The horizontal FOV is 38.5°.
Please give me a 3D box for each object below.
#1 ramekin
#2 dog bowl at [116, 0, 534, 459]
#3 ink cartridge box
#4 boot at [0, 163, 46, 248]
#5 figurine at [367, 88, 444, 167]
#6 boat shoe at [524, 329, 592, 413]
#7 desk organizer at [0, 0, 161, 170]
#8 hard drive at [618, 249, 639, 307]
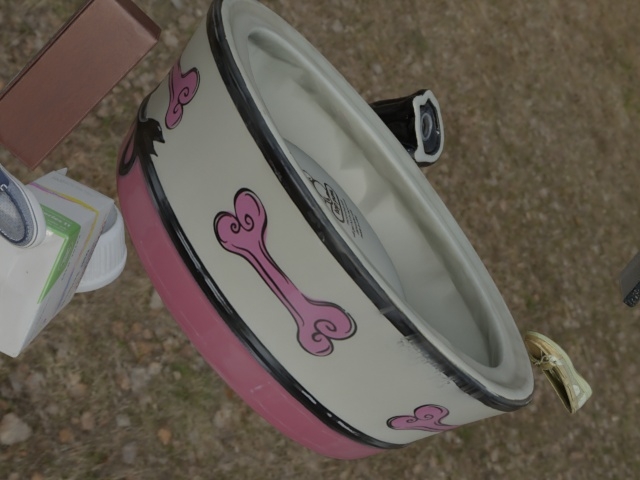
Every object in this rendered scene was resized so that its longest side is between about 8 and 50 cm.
[{"bbox_3d":[-0.465,-0.010,1.723,0.207,0.109,0.207,9,37,-7],"label":"ramekin"},{"bbox_3d":[0.000,0.000,0.770,0.408,0.150,0.408,47,18,-20],"label":"dog bowl"},{"bbox_3d":[-0.436,0.017,1.445,0.119,0.207,0.353,26,13,-5],"label":"ink cartridge box"},{"bbox_3d":[-0.400,-0.063,1.050,0.190,0.069,0.086,50,20,5],"label":"boot"},{"bbox_3d":[0.008,-0.109,1.103,0.215,0.209,0.092,-32,116,-49],"label":"figurine"},{"bbox_3d":[0.370,0.207,1.455,0.048,0.056,0.153,-45,107,-18],"label":"boat shoe"},{"bbox_3d":[-0.171,-0.113,0.626,0.050,0.130,0.047,43,13,-21],"label":"desk organizer"},{"bbox_3d":[0.512,0.047,1.452,0.022,0.094,0.135,36,20,3],"label":"hard drive"}]
